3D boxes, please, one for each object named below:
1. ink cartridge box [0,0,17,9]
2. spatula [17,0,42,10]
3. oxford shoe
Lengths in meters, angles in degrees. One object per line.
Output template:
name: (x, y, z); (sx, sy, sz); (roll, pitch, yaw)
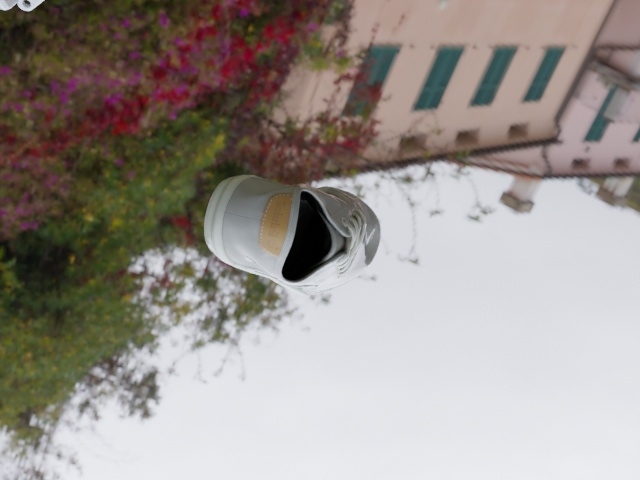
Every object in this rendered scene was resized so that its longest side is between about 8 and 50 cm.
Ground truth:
ink cartridge box: (-0.538, -0.543, 1.694); (0.115, 0.272, 0.198); (19, -121, 43)
spatula: (-0.238, -0.303, 0.940); (0.168, 0.242, 0.019); (42, -143, -32)
oxford shoe: (0.000, 0.000, 1.494); (0.130, 0.169, 0.449); (11, 179, 26)
